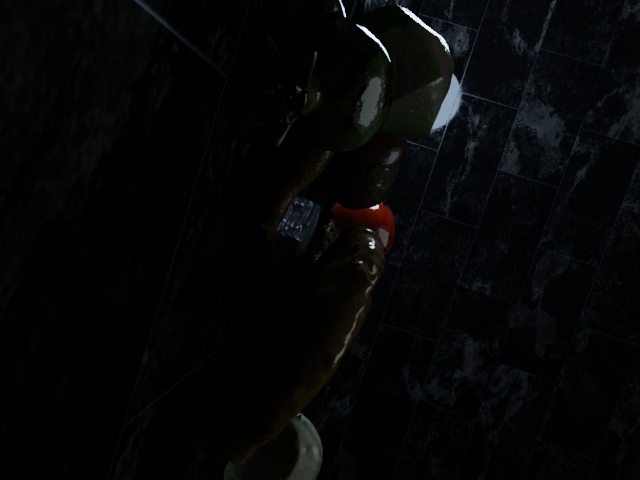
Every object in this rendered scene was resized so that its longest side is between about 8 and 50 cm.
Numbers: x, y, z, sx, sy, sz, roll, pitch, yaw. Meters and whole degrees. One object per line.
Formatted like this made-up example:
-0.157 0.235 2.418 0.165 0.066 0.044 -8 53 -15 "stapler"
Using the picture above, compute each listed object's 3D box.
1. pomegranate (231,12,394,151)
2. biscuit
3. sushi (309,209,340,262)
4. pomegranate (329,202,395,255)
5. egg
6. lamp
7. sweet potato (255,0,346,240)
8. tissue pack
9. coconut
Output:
-0.006 -0.161 0.582 0.169 0.148 0.149 -3 116 -48 "pomegranate"
-0.035 0.164 1.026 0.446 0.104 0.429 -50 -171 47 "biscuit"
-0.004 0.001 1.282 0.226 0.103 0.097 75 6 -75 "sushi"
0.105 -0.015 1.712 0.256 0.221 0.221 -44 -176 19 "pomegranate"
-0.120 0.515 1.365 0.271 0.206 0.162 -63 -154 -3 "egg"
0.082 -0.171 1.207 0.258 0.180 0.180 107 5 -45 "lamp"
-0.017 -0.158 0.737 0.108 0.079 0.346 -20 136 -46 "sweet potato"
-0.052 0.016 0.975 0.115 0.065 0.155 -63 169 -49 "tissue pack"
0.137 -0.289 1.005 0.204 0.236 0.236 -28 157 -19 "coconut"
